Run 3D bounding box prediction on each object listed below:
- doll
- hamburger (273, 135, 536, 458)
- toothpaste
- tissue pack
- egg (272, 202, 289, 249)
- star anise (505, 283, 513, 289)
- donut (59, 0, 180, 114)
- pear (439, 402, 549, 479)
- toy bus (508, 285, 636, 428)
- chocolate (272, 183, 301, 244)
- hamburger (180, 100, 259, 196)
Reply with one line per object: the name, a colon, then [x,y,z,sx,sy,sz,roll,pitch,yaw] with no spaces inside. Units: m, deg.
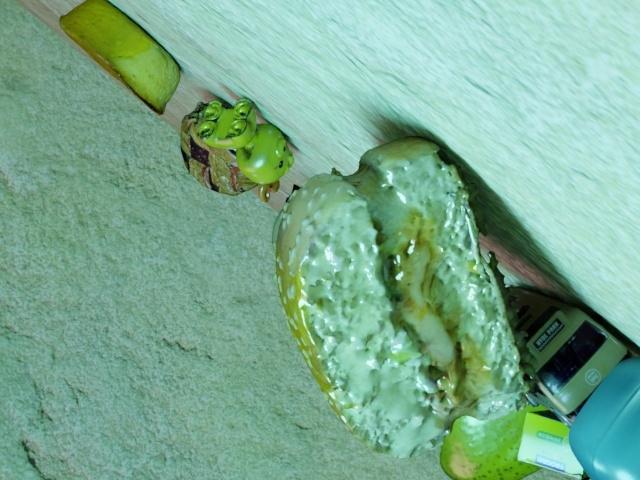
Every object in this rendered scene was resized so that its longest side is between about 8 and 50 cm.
doll: [-0.127,-0.170,2.128,0.135,0.143,0.221,-3,152,28]
hamburger: [0.079,0.058,1.469,0.446,0.268,0.287,64,176,-32]
toothpaste: [0.433,0.310,1.768,0.110,0.077,0.327,14,-176,37]
tissue pack: [0.457,0.282,1.351,0.287,0.198,0.206,42,177,-15]
egg: [0.000,0.000,2.403,0.188,0.189,0.253,37,-179,23]
star anise: [0.313,0.133,1.846,0.190,0.070,0.097,14,-119,-59]
donut: [-0.407,-0.390,2.344,0.303,0.110,0.303,41,178,2]
pear: [0.340,0.331,2.202,0.342,0.318,0.238,37,180,6]
toy bus: [0.327,0.158,1.623,0.157,0.139,0.289,44,178,-10]
chocolate: [-0.031,-0.001,2.773,0.206,0.177,0.224,41,177,-27]
hamburger: [-0.196,-0.188,2.367,0.231,0.107,0.231,33,149,23]
